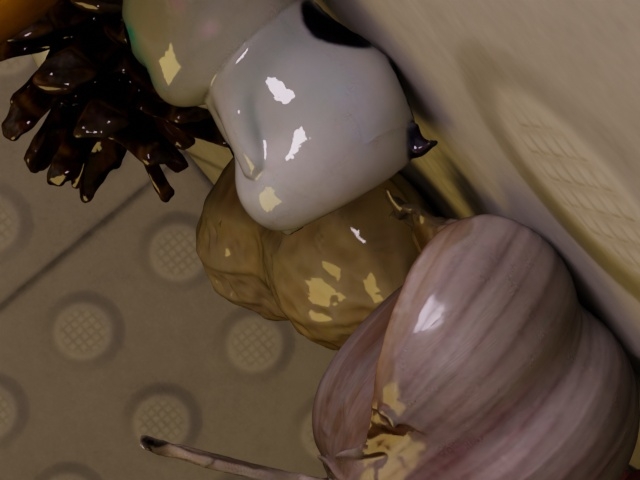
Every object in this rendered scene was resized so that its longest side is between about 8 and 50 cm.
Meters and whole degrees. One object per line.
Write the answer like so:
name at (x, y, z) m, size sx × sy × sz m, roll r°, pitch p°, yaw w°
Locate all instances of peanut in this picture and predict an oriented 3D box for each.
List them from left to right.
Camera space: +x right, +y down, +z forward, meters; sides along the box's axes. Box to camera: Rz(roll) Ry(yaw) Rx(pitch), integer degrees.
peanut at (0.000, 0.000, 1.087) m, size 0.149 × 0.149 × 0.313 m, roll 52°, pitch 172°, yaw -19°

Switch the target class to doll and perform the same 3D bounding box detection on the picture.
doll at (-0.031, -0.089, 0.796) m, size 0.181 × 0.107 × 0.110 m, roll 47°, pitch -156°, yaw -2°

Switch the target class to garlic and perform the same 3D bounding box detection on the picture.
garlic at (0.042, 0.064, 0.833) m, size 0.207 × 0.256 × 0.207 m, roll 2°, pitch -90°, yaw -83°

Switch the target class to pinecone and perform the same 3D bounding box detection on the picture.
pinecone at (-0.160, -0.130, 1.160) m, size 0.229 × 0.202 × 0.201 m, roll 43°, pitch 140°, yaw 53°

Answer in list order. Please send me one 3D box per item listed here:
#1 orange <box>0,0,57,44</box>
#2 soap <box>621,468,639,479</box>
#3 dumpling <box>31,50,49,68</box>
orange at (-0.180, -0.185, 0.692) m, size 0.183 × 0.249 × 0.249 m, roll 60°, pitch 171°, yaw -29°
soap at (0.112, 0.302, 0.984) m, size 0.128 × 0.359 × 0.233 m, roll 51°, pitch 175°, yaw 6°
dumpling at (-0.203, -0.206, 1.486) m, size 0.252 × 0.131 × 0.179 m, roll 37°, pitch 149°, yaw 20°
